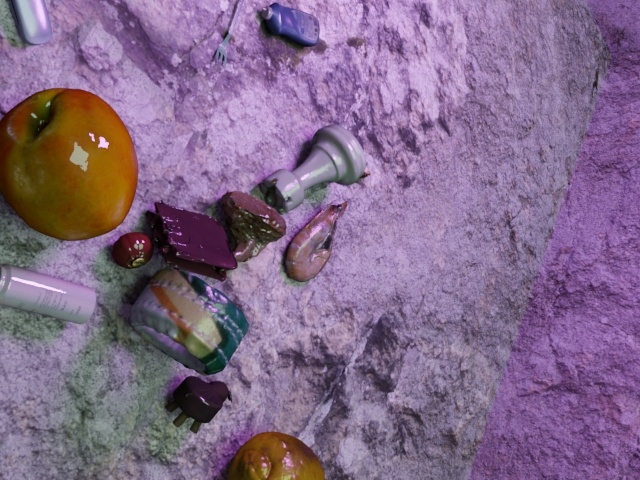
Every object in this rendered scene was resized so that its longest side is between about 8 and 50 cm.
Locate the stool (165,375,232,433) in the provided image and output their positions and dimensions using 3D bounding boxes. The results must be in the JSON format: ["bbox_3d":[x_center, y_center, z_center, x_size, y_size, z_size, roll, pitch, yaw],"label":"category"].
[{"bbox_3d":[-0.322,0.435,1.895,0.121,0.125,0.217,-53,160,7],"label":"stool"}]

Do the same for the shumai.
[{"bbox_3d":[-0.208,-0.030,1.957,0.205,0.166,0.176,31,98,-31],"label":"shumai"}]

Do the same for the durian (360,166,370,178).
[{"bbox_3d":[0.127,-0.241,2.326,0.130,0.052,0.066,30,71,-43],"label":"durian"}]

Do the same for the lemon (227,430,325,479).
[{"bbox_3d":[-0.124,0.692,2.019,0.285,0.285,0.316,-39,148,-36],"label":"lemon"}]

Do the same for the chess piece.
[{"bbox_3d":[-0.029,-0.199,2.092,0.299,0.194,0.195,-36,119,-27],"label":"chess piece"}]

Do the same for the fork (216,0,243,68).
[{"bbox_3d":[-0.244,-0.580,1.936,0.039,0.021,0.235,30,71,-47],"label":"fork"}]

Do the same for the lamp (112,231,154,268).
[{"bbox_3d":[-0.458,0.025,1.727,0.101,0.090,0.101,-20,143,-16],"label":"lamp"}]

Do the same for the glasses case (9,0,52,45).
[{"bbox_3d":[-0.633,-0.514,1.524,0.067,0.045,0.179,-26,113,-41],"label":"glasses case"}]

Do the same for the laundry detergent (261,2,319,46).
[{"bbox_3d":[-0.091,-0.634,2.056,0.206,0.061,0.097,7,91,-46],"label":"laundry detergent"}]

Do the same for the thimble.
[{"bbox_3d":[-0.329,0.198,1.736,0.167,0.288,0.254,-56,143,-24],"label":"thimble"}]

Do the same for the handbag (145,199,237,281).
[{"bbox_3d":[-0.329,0.005,1.790,0.216,0.203,0.074,17,121,-44],"label":"handbag"}]

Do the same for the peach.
[{"bbox_3d":[-0.530,-0.153,1.507,0.308,0.307,0.332,-56,145,-26],"label":"peach"}]

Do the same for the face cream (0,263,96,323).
[{"bbox_3d":[-0.646,0.107,1.540,0.311,0.092,0.092,25,76,-45],"label":"face cream"}]

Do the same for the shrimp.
[{"bbox_3d":[0.000,0.000,2.213,0.317,0.077,0.168,-48,136,-26],"label":"shrimp"}]
